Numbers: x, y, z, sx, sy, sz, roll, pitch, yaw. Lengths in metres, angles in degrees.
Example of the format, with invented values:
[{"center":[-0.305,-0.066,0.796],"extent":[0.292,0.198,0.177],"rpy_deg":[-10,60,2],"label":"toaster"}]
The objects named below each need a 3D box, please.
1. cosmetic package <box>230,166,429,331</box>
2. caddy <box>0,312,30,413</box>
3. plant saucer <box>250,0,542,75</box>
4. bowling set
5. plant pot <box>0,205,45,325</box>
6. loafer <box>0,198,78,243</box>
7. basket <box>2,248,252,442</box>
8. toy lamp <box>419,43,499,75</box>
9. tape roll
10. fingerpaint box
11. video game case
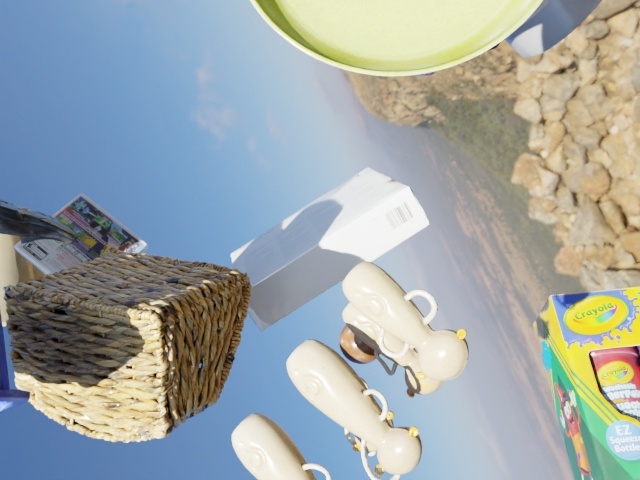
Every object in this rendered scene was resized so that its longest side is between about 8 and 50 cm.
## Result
[{"center":[0.000,0.000,1.170],"extent":[0.097,0.377,0.284],"rpy_deg":[58,179,-20],"label":"cosmetic package"},{"center":[-0.485,0.145,0.575],"extent":[0.241,0.341,0.179],"rpy_deg":[141,124,-60],"label":"caddy"},{"center":[0.054,-0.230,0.410],"extent":[0.037,0.241,0.241],"rpy_deg":[43,-155,-83],"label":"plant saucer"},{"center":[0.062,0.148,0.595],"extent":[0.154,0.287,0.200],"rpy_deg":[42,-153,16],"label":"bowling set"},{"center":[-0.755,0.061,1.340],"extent":[0.256,0.256,0.274],"rpy_deg":[39,-131,-73],"label":"plant pot"},{"center":[-0.541,-0.023,1.054],"extent":[0.170,0.061,0.062],"rpy_deg":[24,-174,-32],"label":"loafer"},{"center":[-0.271,0.151,0.846],"extent":[0.223,0.299,0.213],"rpy_deg":[-27,-60,-62],"label":"basket"},{"center":[0.305,-0.452,1.363],"extent":[0.274,0.080,0.080],"rpy_deg":[4,123,60],"label":"toy lamp"},{"center":[0.445,-0.457,1.081],"extent":[0.072,0.219,0.219],"rpy_deg":[36,-163,-14],"label":"tape roll"},{"center":[0.678,0.273,1.057],"extent":[0.163,0.444,0.371],"rpy_deg":[80,-174,-59],"label":"fingerpaint box"},{"center":[-0.508,0.014,1.215],"extent":[0.201,0.183,0.023],"rpy_deg":[36,151,10],"label":"video game case"}]
